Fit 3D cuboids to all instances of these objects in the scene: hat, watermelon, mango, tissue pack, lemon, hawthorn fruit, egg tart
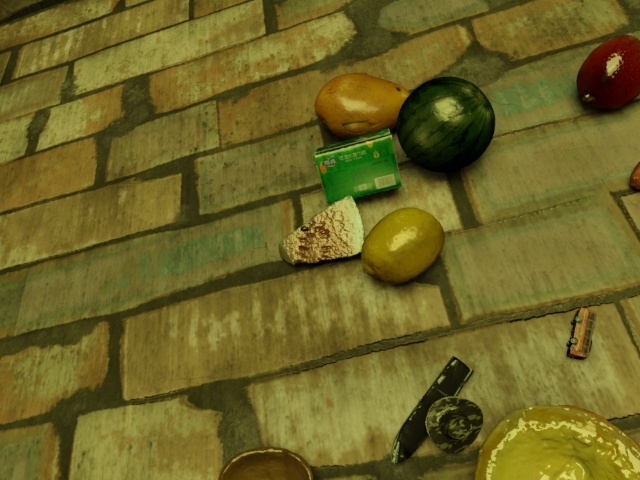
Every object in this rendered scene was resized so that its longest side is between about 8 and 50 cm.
[{"bbox_3d":[0.273,0.367,0.941,0.121,0.050,0.121,1,81,-6],"label":"hat"},{"bbox_3d":[0.316,-0.292,1.212,0.243,0.242,0.242,-7,60,13],"label":"watermelon"},{"bbox_3d":[0.127,-0.385,1.378,0.291,0.159,0.190,-2,54,5],"label":"mango"},{"bbox_3d":[0.000,0.000,1.245,0.241,0.094,0.153,-19,68,7],"label":"watermelon"},{"bbox_3d":[0.103,-0.205,1.292,0.209,0.147,0.156,-14,18,10],"label":"tissue pack"},{"bbox_3d":[0.192,0.015,1.124,0.207,0.170,0.170,-42,59,-7],"label":"lemon"},{"bbox_3d":[0.737,-0.419,1.208,0.188,0.169,0.169,-32,58,2],"label":"hawthorn fruit"},{"bbox_3d":[0.426,0.450,0.837,0.315,0.120,0.314,-8,59,14],"label":"egg tart"}]

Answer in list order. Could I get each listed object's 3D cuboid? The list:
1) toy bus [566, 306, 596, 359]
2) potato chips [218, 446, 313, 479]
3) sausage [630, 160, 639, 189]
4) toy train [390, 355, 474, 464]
[{"bbox_3d":[0.548,0.196,0.994,0.043,0.031,0.110,18,68,17],"label":"toy bus"},{"bbox_3d":[-0.110,0.525,0.986,0.208,0.061,0.195,-39,64,-9],"label":"potato chips"},{"bbox_3d":[0.768,-0.162,1.112,0.094,0.059,0.054,-51,43,-10],"label":"sausage"},{"bbox_3d":[0.224,0.356,0.991,0.055,0.048,0.251,39,82,9],"label":"toy train"}]
